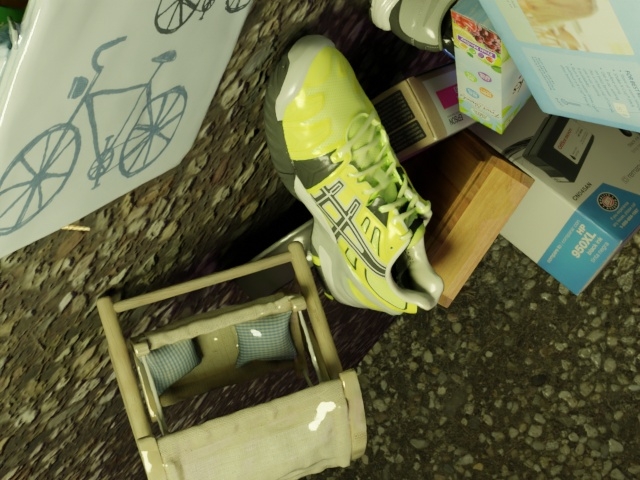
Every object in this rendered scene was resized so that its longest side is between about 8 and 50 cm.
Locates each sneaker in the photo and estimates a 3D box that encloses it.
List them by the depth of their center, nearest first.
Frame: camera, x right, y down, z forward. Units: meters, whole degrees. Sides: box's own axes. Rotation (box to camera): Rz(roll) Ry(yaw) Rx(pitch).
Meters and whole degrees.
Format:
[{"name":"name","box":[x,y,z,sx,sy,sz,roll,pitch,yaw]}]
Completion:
[{"name":"sneaker","box":[0.178,-0.326,1.043,0.271,0.108,0.100,-49,164,0]},{"name":"sneaker","box":[0.054,-0.067,1.048,0.145,0.147,0.384,-53,139,-29]}]

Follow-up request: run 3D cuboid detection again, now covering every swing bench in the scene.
[{"name":"swing bench","box":[-0.103,0.172,1.088,0.253,0.254,0.165,-17,156,-15]}]

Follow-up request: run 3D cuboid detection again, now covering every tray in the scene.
[{"name":"tray","box":[0.172,-0.072,1.373,0.202,0.076,0.411,-58,-165,12]}]

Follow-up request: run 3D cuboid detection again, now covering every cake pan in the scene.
[{"name":"cake pan","box":[0.000,0.000,1.323,0.293,0.054,0.293,-33,178,-1]}]

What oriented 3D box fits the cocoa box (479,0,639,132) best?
[{"name":"cocoa box","box":[0.264,-0.290,0.796,0.228,0.347,0.231,-45,-149,-9]}]

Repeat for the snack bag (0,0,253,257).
[{"name":"snack bag","box":[-0.125,-0.152,0.639,0.342,0.037,0.323,-61,171,28]}]

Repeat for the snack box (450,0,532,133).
[{"name":"snack box","box":[0.226,-0.244,1.029,0.174,0.070,0.207,-51,159,-10]}]

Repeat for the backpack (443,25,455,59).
[{"name":"backpack","box":[0.189,-0.280,1.164,0.098,0.120,0.101,-53,174,22]}]

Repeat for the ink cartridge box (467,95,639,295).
[{"name":"ink cartridge box","box":[0.411,-0.138,1.669,0.285,0.395,0.166,-38,161,-37]}]

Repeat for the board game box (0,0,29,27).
[{"name":"board game box","box":[-0.236,-0.098,0.556,0.124,0.039,0.259,-56,162,19]}]

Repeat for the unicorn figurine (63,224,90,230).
[{"name":"unicorn figurine","box":[-0.281,0.017,0.720,0.162,0.060,0.111,-36,173,25]}]

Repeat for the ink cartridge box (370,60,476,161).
[{"name":"ink cartridge box","box":[0.113,-0.154,1.224,0.193,0.088,0.235,-27,-179,38]}]
